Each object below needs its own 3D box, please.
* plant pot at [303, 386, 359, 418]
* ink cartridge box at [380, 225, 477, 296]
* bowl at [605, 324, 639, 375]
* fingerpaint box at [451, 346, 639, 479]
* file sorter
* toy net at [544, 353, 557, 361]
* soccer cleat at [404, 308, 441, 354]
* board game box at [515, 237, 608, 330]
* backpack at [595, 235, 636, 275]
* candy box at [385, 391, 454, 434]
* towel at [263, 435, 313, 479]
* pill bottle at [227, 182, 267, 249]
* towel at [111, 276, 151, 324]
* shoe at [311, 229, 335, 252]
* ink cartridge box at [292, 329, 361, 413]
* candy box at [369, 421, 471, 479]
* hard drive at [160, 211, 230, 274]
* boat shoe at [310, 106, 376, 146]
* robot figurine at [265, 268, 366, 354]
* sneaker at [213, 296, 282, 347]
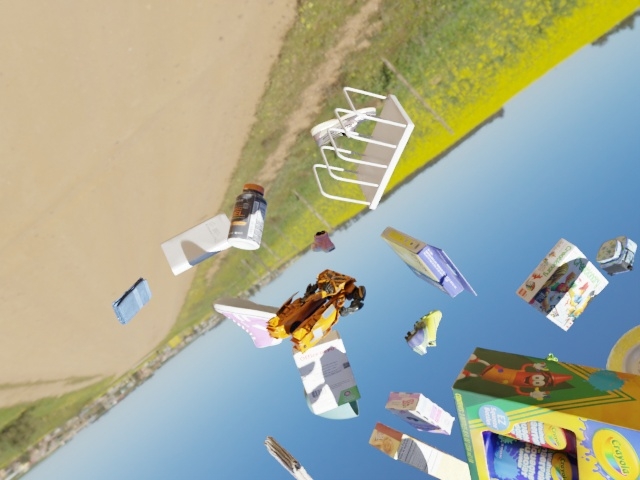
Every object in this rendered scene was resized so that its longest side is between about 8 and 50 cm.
[{"bbox_3d":[0.036,0.708,2.498,0.195,0.290,0.290,-23,-178,6],"label":"plant pot"},{"bbox_3d":[0.411,0.094,2.054,0.072,0.303,0.307,-47,-146,-5],"label":"ink cartridge box"},{"bbox_3d":[0.764,0.299,1.194,0.289,0.156,0.290,-31,-132,40],"label":"bowl"},{"bbox_3d":[0.517,0.485,1.164,0.370,0.445,0.163,4,-150,38],"label":"fingerpaint box"},{"bbox_3d":[0.110,-0.268,1.530,0.193,0.173,0.278,-106,-148,-49],"label":"file sorter"},{"bbox_3d":[0.688,0.468,1.624,0.122,0.232,0.045,-20,157,30],"label":"toy net"},{"bbox_3d":[0.459,0.394,2.301,0.289,0.121,0.093,-31,166,-52],"label":"soccer cleat"},{"bbox_3d":[0.692,0.133,1.526,0.305,0.053,0.193,29,102,-42],"label":"board game box"},{"bbox_3d":[0.957,0.041,1.732,0.114,0.084,0.105,-58,-174,-22],"label":"backpack"},{"bbox_3d":[0.368,0.640,1.994,0.164,0.196,0.070,-17,-139,53],"label":"candy box"},{"bbox_3d":[-0.122,0.882,2.116,0.049,0.187,0.282,-44,139,-20],"label":"towel"},{"bbox_3d":[-0.282,-0.098,2.107,0.130,0.130,0.246,142,-41,-66],"label":"pill bottle"},{"bbox_3d":[-0.467,0.150,1.335,0.029,0.067,0.119,3,-149,18],"label":"towel"},{"bbox_3d":[0.000,0.000,2.188,0.063,0.081,0.178,-28,-167,-19],"label":"shoe"},{"bbox_3d":[0.022,0.521,2.141,0.198,0.273,0.115,-19,-168,-2],"label":"ink cartridge box"},{"bbox_3d":[0.344,0.730,1.820,0.088,0.316,0.183,-66,-162,-15],"label":"candy box"},{"bbox_3d":[-0.519,0.007,2.310,0.307,0.203,0.040,-29,136,-11],"label":"hard drive"},{"bbox_3d":[0.102,-0.467,2.219,0.285,0.093,0.103,-20,179,-2],"label":"boat shoe"},{"bbox_3d":[-0.006,0.185,1.516,0.211,0.085,0.291,16,-133,42],"label":"robot figurine"},{"bbox_3d":[-0.267,0.308,1.958,0.102,0.281,0.161,-38,139,-68],"label":"sneaker"}]
